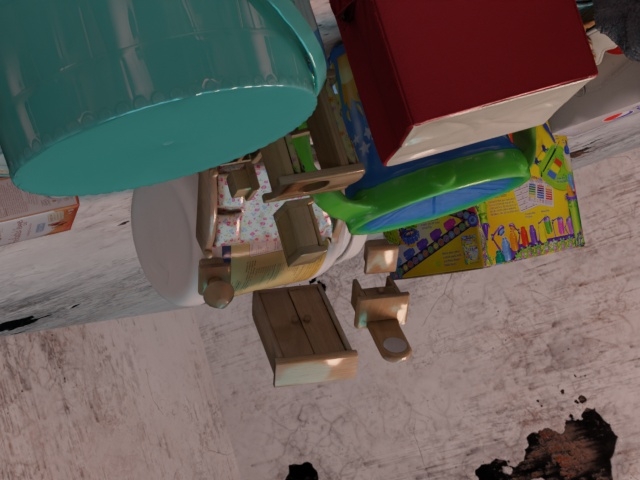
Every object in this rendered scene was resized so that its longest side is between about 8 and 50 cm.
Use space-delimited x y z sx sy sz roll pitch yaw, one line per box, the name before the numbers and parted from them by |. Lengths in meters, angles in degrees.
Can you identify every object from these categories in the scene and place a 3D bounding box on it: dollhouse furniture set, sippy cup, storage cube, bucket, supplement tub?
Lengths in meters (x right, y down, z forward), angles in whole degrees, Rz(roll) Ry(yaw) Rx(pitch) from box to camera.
dollhouse furniture set | 0.000 0.000 1.531 0.303 0.355 0.173 -5 -146 -15
dollhouse furniture set | -0.024 -0.057 1.181 0.101 0.181 0.161 -11 168 -23
sippy cup | 0.113 -0.145 1.410 0.240 0.224 0.305 -21 173 24
storage cube | 0.130 -0.201 1.134 0.215 0.193 0.183 -17 173 -8
bucket | -0.139 -0.156 0.884 0.281 0.183 0.281 -16 173 -2
supplement tub | -0.105 -0.035 1.771 0.316 0.228 0.228 -12 172 -35

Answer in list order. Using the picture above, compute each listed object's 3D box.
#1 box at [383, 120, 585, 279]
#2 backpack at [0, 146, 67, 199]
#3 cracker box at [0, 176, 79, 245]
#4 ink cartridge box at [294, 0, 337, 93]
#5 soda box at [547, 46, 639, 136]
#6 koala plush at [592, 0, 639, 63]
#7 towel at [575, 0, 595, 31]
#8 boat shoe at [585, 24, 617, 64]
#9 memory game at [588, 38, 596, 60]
box | 0.239 -0.101 1.760 0.177 0.279 0.290 -9 179 42
backpack | -0.247 -0.118 1.129 0.188 0.144 0.166 -13 178 -6
cracker box | -0.461 -0.033 1.604 0.232 0.067 0.156 -14 172 -19
ink cartridge box | -0.066 -0.186 1.210 0.143 0.092 0.090 -17 172 3
soda box | 0.466 -0.243 1.679 0.286 0.098 0.091 -19 172 33
koala plush | 0.445 -0.288 1.300 0.221 0.196 0.203 -13 -176 -31
towel | 0.425 -0.310 1.616 0.370 0.040 0.271 -13 172 -24
boat shoe | 0.372 -0.270 1.529 0.046 0.038 0.125 21 171 7
memory game | 0.277 -0.250 1.551 0.186 0.012 0.186 6 165 2
